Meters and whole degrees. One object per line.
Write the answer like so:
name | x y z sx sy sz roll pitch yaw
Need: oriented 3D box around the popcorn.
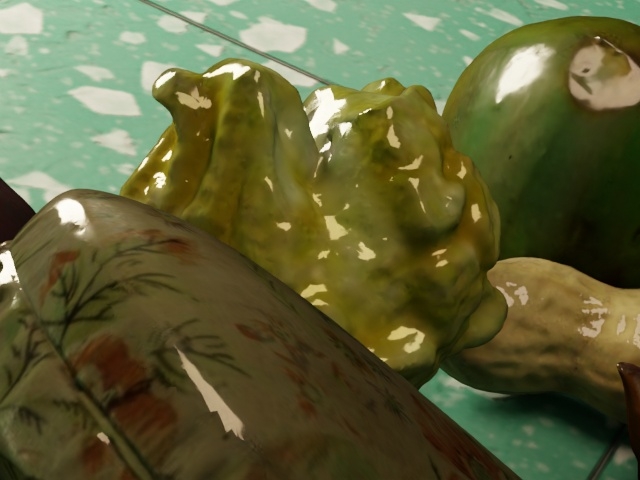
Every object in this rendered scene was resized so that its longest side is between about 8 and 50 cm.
popcorn | 0.000 -0.001 0.849 0.187 0.167 0.185 6 8 5

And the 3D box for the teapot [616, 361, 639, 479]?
teapot | 0.219 0.105 0.851 0.173 0.116 0.116 18 33 4

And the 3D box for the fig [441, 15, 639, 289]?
fig | 0.152 -0.050 1.004 0.181 0.191 0.181 1 68 -2

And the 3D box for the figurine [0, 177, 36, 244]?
figurine | -0.138 0.077 0.722 0.365 0.206 0.218 33 29 -12

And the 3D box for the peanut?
peanut | 0.137 0.053 0.925 0.187 0.082 0.082 13 33 -2

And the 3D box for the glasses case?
glasses case | 0.046 0.126 0.562 0.425 0.098 0.156 43 6 -43
